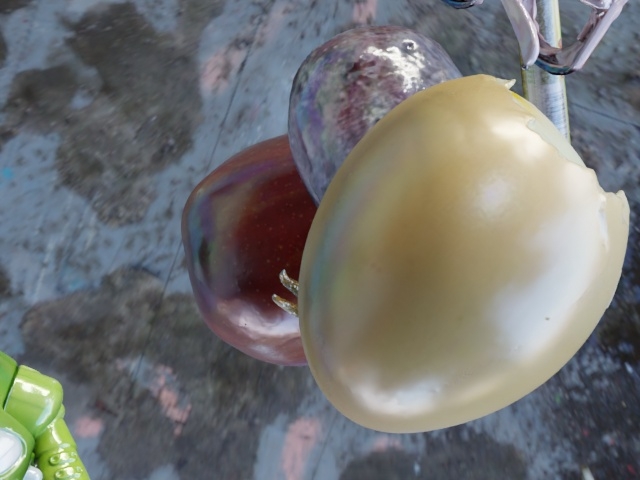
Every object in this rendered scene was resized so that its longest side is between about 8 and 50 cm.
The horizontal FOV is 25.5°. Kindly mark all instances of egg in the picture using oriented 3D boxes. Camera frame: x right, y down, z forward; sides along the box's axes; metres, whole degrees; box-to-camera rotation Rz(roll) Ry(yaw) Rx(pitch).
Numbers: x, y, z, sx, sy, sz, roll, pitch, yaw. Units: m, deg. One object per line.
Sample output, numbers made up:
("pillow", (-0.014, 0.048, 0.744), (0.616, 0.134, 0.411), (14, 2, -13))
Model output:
("egg", (0.087, 0.017, 0.946), (0.201, 0.201, 0.244), (38, 87, -6))

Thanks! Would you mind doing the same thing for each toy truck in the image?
("toy truck", (-0.309, 0.191, 1.338), (0.210, 0.187, 0.148), (6, 141, -20))

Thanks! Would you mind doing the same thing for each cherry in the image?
("cherry", (0.058, -0.093, 1.265), (0.195, 0.195, 0.195), (0, 102, 1))

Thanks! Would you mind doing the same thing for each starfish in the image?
("starfish", (0.029, 0.074, 1.296), (0.041, 0.133, 0.130), (-49, 63, 27))

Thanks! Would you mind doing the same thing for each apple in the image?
("apple", (0.000, 0.000, 1.655), (0.317, 0.288, 0.288), (-24, 101, 26))

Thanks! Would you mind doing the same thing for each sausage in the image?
("sausage", (0.163, -0.127, 1.041), (0.033, 0.033, 0.269), (-8, 111, 3))

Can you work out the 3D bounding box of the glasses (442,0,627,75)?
("glasses", (0.094, -0.202, 0.801), (0.095, 0.255, 0.162), (5, 116, -39))
